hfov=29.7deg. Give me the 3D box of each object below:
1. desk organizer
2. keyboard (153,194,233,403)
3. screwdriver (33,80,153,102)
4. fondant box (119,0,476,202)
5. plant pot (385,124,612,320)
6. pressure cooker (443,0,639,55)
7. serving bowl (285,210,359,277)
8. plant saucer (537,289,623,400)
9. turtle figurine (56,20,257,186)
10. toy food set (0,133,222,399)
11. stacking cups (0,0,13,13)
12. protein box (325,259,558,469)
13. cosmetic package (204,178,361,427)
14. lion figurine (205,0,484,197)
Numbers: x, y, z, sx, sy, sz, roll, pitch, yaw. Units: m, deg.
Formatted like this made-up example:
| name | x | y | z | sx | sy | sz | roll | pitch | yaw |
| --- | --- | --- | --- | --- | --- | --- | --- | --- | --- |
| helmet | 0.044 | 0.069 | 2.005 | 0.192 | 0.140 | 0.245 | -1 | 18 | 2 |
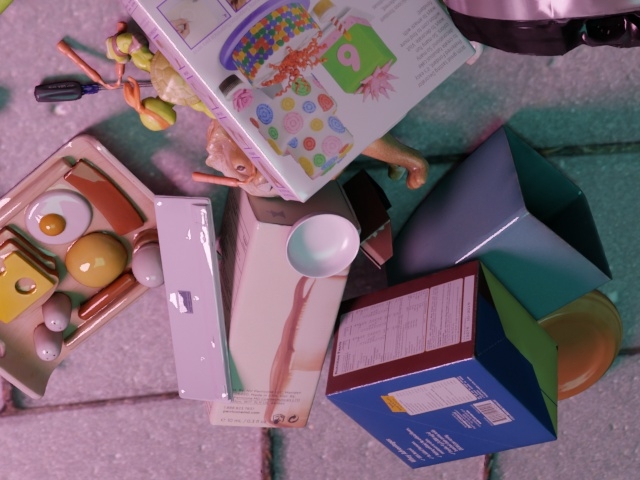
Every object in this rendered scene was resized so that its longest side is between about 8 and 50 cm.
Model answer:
| name | x | y | z | sx | sy | sz | roll | pitch | yaw |
| --- | --- | --- | --- | --- | --- | --- | --- | --- | --- |
| desk organizer | 0.060 | -0.029 | 1.444 | 0.050 | 0.130 | 0.047 | -39 | 122 | 11 |
| keyboard | -0.146 | 0.071 | 1.397 | 0.072 | 0.014 | 0.256 | 5 | 112 | 27 |
| screwdriver | -0.235 | -0.172 | 1.353 | 0.170 | 0.025 | 0.024 | -9 | 124 | -18 |
| fondant box | -0.041 | -0.237 | 1.197 | 0.238 | 0.096 | 0.330 | -41 | 101 | -10 |
| plant pot | 0.202 | 0.017 | 1.493 | 0.166 | 0.165 | 0.234 | 34 | 122 | -29 |
| pressure cooker | 0.261 | -0.413 | 1.082 | 0.376 | 0.370 | 0.420 | 3 | 119 | 34 |
| serving bowl | 0.000 | 0.000 | 1.329 | 0.083 | 0.027 | 0.083 | -7 | 123 | -10 |
| plant saucer | 0.330 | 0.153 | 1.683 | 0.200 | 0.037 | 0.200 | -6 | 123 | -10 |
| turtle figurine | -0.139 | -0.201 | 1.273 | 0.269 | 0.087 | 0.217 | 35 | 89 | 14 |
| toy food set | -0.299 | 0.040 | 1.426 | 0.306 | 0.092 | 0.220 | -38 | 123 | 11 |
| stacking cups | -0.309 | -0.294 | 1.204 | 0.316 | 0.096 | 0.096 | -41 | 122 | 14 |
| protein box | 0.147 | 0.154 | 1.434 | 0.201 | 0.136 | 0.200 | -18 | 135 | 32 |
| cosmetic package | -0.059 | 0.068 | 1.468 | 0.129 | 0.153 | 0.296 | 4 | 123 | -17 |
| lion figurine | 0.055 | -0.200 | 1.348 | 0.240 | 0.142 | 0.392 | 29 | 98 | -19 |
